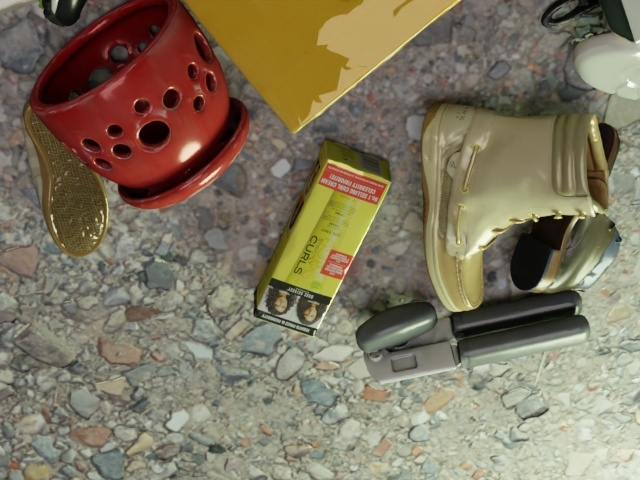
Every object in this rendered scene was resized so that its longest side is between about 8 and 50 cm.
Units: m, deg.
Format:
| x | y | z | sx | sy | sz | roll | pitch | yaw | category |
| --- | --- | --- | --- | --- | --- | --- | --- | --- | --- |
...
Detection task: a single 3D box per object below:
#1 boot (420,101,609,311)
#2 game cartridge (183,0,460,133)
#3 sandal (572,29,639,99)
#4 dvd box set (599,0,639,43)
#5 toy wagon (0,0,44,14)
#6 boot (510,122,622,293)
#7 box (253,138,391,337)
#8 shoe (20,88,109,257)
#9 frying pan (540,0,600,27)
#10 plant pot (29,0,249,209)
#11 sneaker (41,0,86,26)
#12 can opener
| x | y | z | sx | sy | sz | roll | pitch | yaw | category |
| --- | --- | --- | --- | --- | --- | --- | --- | --- | --- |
| 0.224 | -0.029 | 1.464 | 0.203 | 0.095 | 0.262 | 5 | 116 | 23 | boot |
| -0.020 | -0.318 | 1.300 | 0.285 | 0.053 | 0.324 | -37 | 95 | 17 | game cartridge |
| 0.478 | -0.218 | 1.393 | 0.416 | 0.102 | 0.169 | 0 | 162 | 0 | sandal |
| 0.421 | -0.425 | 1.241 | 0.420 | 0.062 | 0.308 | -30 | 117 | -4 | dvd box set |
| -0.379 | -0.329 | 1.316 | 0.267 | 0.068 | 0.344 | 22 | 117 | -14 | toy wagon |
| 0.314 | -0.033 | 1.531 | 0.106 | 0.082 | 0.219 | 12 | 112 | -38 | boot |
| 0.000 | 0.000 | 1.527 | 0.087 | 0.058 | 0.232 | 20 | 117 | -13 | box |
| -0.293 | -0.081 | 1.475 | 0.076 | 0.058 | 0.219 | -17 | 125 | -16 | shoe |
| 0.391 | -0.340 | 1.361 | 0.326 | 0.053 | 0.197 | -11 | 119 | 0 | frying pan |
| -0.183 | -0.139 | 1.365 | 0.191 | 0.191 | 0.174 | -28 | 120 | 13 | plant pot |
| -0.181 | -0.331 | 1.233 | 0.124 | 0.107 | 0.283 | 15 | 102 | -20 | sneaker |
| 0.186 | 0.109 | 1.576 | 0.283 | 0.076 | 0.095 | -13 | 147 | 4 | can opener |
